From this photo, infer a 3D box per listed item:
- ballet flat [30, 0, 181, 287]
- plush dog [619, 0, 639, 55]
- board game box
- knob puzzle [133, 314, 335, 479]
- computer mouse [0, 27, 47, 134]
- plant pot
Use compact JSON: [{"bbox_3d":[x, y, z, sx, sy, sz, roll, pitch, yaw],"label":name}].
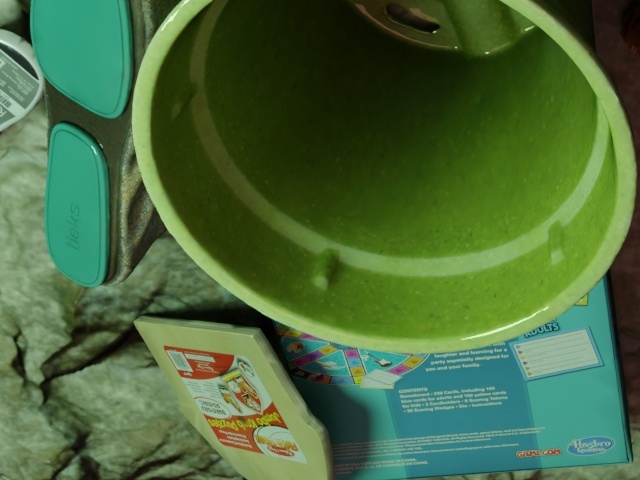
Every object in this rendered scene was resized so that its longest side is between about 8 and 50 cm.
[{"bbox_3d":[-0.137,-0.106,1.032,0.107,0.106,0.316,35,138,20],"label":"ballet flat"},{"bbox_3d":[0.272,-0.110,0.892,0.262,0.225,0.210,31,133,-32],"label":"plush dog"},{"bbox_3d":[0.091,0.036,1.131,0.254,0.079,0.336,-6,127,12],"label":"board game box"},{"bbox_3d":[-0.049,0.139,1.197,0.213,0.030,0.213,33,146,26],"label":"knob puzzle"},{"bbox_3d":[-0.258,-0.096,1.093,0.106,0.042,0.193,43,127,-19],"label":"computer mouse"},{"bbox_3d":[0.056,-0.119,0.891,0.276,0.254,0.276,8,133,9],"label":"plant pot"}]
